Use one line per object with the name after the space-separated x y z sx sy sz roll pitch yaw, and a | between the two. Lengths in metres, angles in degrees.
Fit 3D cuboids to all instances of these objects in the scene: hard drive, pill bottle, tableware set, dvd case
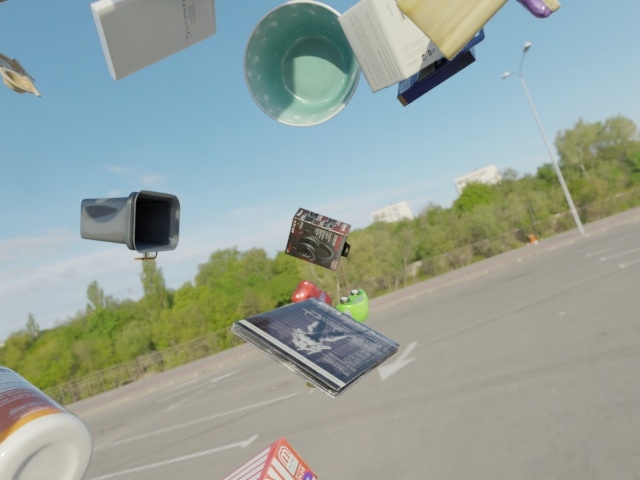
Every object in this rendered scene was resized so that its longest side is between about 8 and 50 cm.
-0.407 -0.558 1.279 0.319 0.040 0.210 -38 -17 -25 | hard drive
-0.375 0.218 0.580 0.216 0.121 0.121 15 15 31 | pill bottle
-0.505 -0.279 0.761 0.020 0.141 0.169 -46 -32 9 | tableware set
0.003 0.140 0.714 0.165 0.018 0.221 27 15 24 | dvd case

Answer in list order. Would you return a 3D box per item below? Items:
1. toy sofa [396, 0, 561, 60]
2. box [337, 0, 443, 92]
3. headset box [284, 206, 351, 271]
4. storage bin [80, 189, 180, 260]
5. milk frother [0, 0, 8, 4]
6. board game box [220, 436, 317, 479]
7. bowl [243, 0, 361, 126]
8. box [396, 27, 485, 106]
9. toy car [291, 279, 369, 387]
0.271 -0.413 0.835 0.150 0.177 0.362 -42 10 38 | toy sofa
0.167 -0.446 1.084 0.181 0.181 0.119 -37 18 -28 | box
0.000 0.000 0.680 0.032 0.083 0.062 -61 -10 -56 | headset box
-0.273 -0.022 0.724 0.091 0.098 0.135 3 2 10 | storage bin
-0.312 -0.251 0.391 0.135 0.143 0.129 -30 13 -3 | milk frother
-0.098 0.235 0.334 0.194 0.045 0.147 -39 2 13 | board game box
-0.035 -0.467 1.363 0.312 0.311 0.163 -21 9 16 | bowl
0.280 -0.408 1.160 0.225 0.036 0.136 -29 29 33 | box
0.042 0.164 1.042 0.053 0.238 0.225 9 25 38 | toy car
